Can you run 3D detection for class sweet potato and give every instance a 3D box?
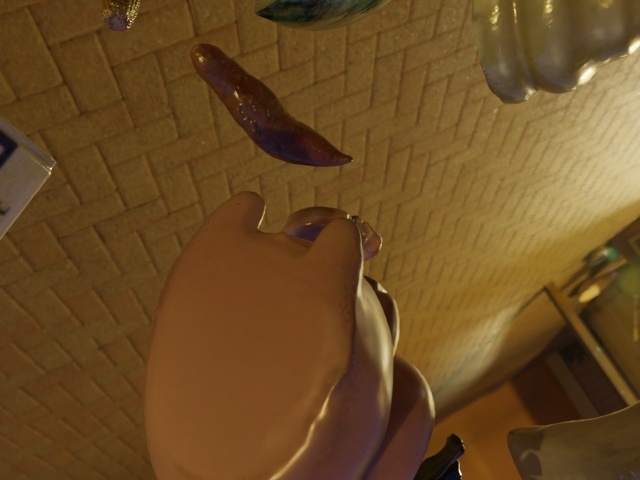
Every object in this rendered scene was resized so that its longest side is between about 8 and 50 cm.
[{"bbox_3d":[-0.104,-0.225,1.166,0.354,0.095,0.106,35,135,-21],"label":"sweet potato"}]

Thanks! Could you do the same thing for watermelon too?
[{"bbox_3d":[0.011,-0.415,0.894,0.213,0.201,0.261,-30,-178,32],"label":"watermelon"}]

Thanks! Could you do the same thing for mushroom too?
[{"bbox_3d":[0.400,0.210,0.712,0.397,0.177,0.126,-55,176,39],"label":"mushroom"}]

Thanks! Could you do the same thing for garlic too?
[{"bbox_3d":[0.000,0.000,1.454,0.228,0.110,0.217,-34,136,26],"label":"garlic"}]

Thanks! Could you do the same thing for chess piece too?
[{"bbox_3d":[0.325,-0.238,0.583,0.330,0.182,0.182,-2,172,33],"label":"chess piece"}]

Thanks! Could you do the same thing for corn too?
[{"bbox_3d":[-0.454,-0.602,1.444,0.097,0.320,0.097,-4,146,-3],"label":"corn"}]

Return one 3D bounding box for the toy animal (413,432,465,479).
[{"bbox_3d":[0.118,0.289,0.707,0.146,0.114,0.245,-33,-162,-20],"label":"toy animal"}]

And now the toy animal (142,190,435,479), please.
[{"bbox_3d":[-0.016,0.117,0.465,0.256,0.195,0.213,45,62,-55],"label":"toy animal"}]

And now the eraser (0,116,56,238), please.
[{"bbox_3d":[-0.380,-0.001,0.567,0.279,0.081,0.124,-60,140,-16],"label":"eraser"}]
